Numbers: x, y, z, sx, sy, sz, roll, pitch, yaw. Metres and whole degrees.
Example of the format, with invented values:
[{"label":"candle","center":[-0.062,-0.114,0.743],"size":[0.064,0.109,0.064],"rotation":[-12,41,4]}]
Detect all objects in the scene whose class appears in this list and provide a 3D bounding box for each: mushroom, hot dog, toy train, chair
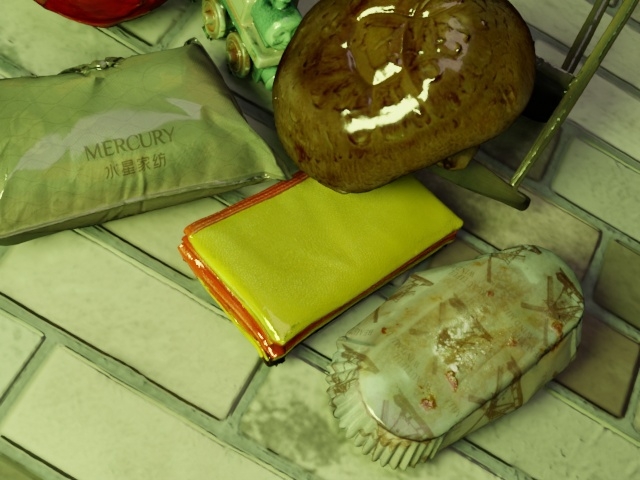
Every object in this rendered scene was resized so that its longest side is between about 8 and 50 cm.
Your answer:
[{"label":"mushroom","center":[0.061,-0.146,0.930],"size":[0.231,0.138,0.194],"rotation":[-30,78,4]},{"label":"hot dog","center":[0.120,0.089,0.947],"size":[0.268,0.075,0.144],"rotation":[-28,68,-27]},{"label":"toy train","center":[-0.069,-0.239,1.044],"size":[0.080,0.125,0.194],"rotation":[-17,67,-24]},{"label":"chair","center":[0.171,-0.176,1.076],"size":[0.188,0.166,0.272],"rotation":[29,88,-1]}]

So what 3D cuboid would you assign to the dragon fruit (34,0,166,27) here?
[{"label":"dragon fruit","center":[-0.198,-0.279,0.988],"size":[0.209,0.172,0.172],"rotation":[12,45,36]}]

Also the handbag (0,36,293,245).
[{"label":"handbag","center":[-0.178,-0.092,0.925],"size":[0.270,0.117,0.183],"rotation":[-14,56,-22]}]

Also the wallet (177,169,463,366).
[{"label":"wallet","center":[0.000,0.000,0.968],"size":[0.241,0.067,0.141],"rotation":[-31,70,-36]}]
